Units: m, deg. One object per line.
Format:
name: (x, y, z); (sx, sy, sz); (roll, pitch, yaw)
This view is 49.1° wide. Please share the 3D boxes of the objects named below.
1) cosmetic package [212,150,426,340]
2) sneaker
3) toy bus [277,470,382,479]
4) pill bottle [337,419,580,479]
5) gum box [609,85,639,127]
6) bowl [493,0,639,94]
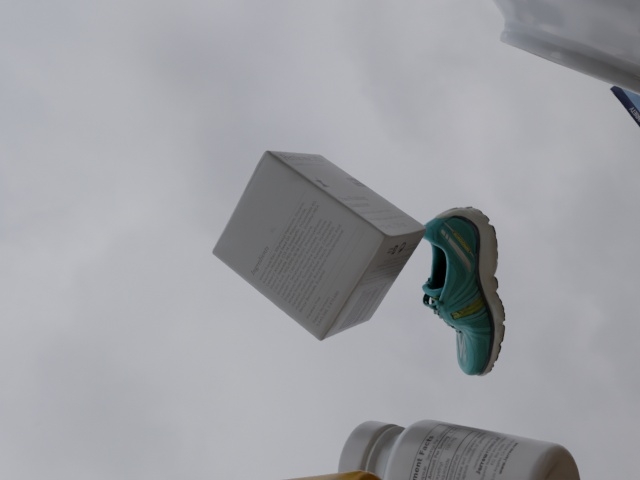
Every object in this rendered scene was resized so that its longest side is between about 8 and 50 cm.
cosmetic package: (0.000, 0.000, 0.867); (0.151, 0.183, 0.151); (-59, -19, 17)
sneaker: (0.204, 0.083, 1.060); (0.110, 0.107, 0.275); (-17, -71, -14)
toy bus: (-0.095, 0.265, 0.543); (0.130, 0.332, 0.108); (-31, -83, -51)
pill bottle: (0.136, 0.258, 0.729); (0.131, 0.229, 0.131); (0, -90, -49)
gum box: (0.479, -0.166, 0.943); (0.184, 0.041, 0.157); (-25, -102, -47)
bowl: (0.219, -0.181, 0.497); (0.298, 0.298, 0.134); (0, -62, -47)
